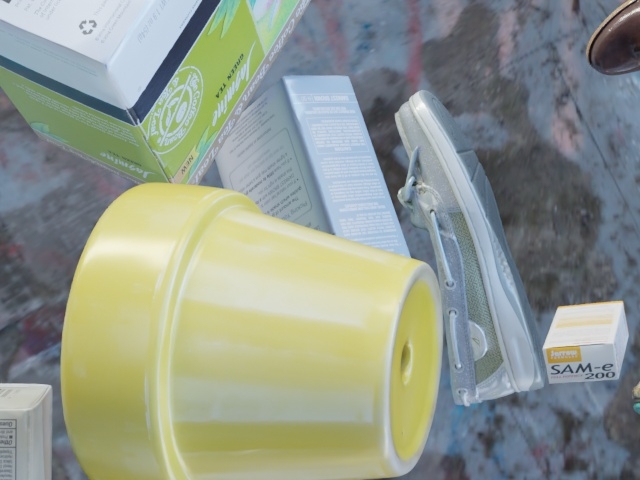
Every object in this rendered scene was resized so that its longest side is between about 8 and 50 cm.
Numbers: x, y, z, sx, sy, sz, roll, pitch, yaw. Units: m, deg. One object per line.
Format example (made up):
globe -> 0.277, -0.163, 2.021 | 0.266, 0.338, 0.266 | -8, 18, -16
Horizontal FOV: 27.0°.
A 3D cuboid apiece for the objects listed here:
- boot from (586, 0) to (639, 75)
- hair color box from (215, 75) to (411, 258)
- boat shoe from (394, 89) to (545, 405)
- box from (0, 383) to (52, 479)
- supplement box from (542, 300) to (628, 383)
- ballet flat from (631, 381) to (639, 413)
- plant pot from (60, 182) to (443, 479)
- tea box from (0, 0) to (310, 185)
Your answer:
boot -> 0.429, -0.220, 1.547 | 0.248, 0.207, 0.090 | -23, 123, 22
hair color box -> 0.000, 0.000, 1.680 | 0.185, 0.113, 0.375 | -35, 67, 48
boat shoe -> 0.133, 0.010, 1.334 | 0.103, 0.118, 0.321 | -19, 100, 14
box -> -0.331, 0.297, 1.254 | 0.147, 0.121, 0.311 | 2, 95, -2
supplement box -> 0.237, 0.090, 1.184 | 0.062, 0.098, 0.036 | -6, 107, 21
ballet flat -> 0.312, 0.115, 1.069 | 0.073, 0.206, 0.067 | 30, 81, -11
plant pot -> -0.038, 0.087, 1.045 | 0.238, 0.254, 0.254 | 4, 103, 18
tea box -> -0.190, -0.273, 1.457 | 0.220, 0.323, 0.329 | 25, 74, 17
